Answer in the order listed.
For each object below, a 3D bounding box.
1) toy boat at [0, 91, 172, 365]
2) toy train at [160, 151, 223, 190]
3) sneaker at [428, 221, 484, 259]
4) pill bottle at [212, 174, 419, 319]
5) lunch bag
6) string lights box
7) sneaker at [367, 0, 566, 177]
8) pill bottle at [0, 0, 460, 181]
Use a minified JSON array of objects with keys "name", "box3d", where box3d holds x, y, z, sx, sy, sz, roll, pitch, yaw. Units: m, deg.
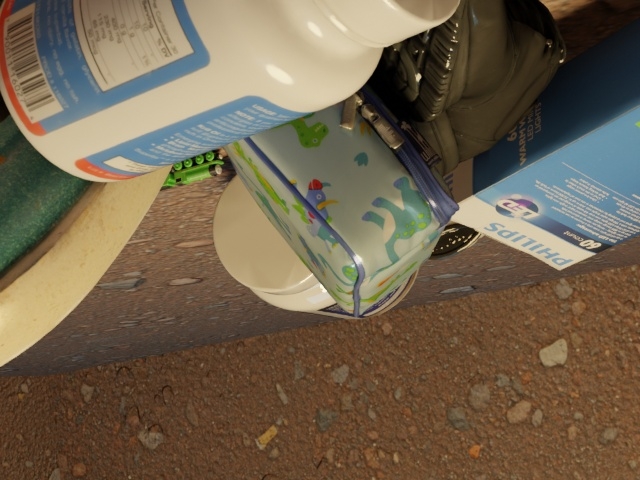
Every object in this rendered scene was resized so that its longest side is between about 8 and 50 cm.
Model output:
[{"name":"toy boat","box3d":[-0.254,-0.030,0.715,0.318,0.267,0.148,0,135,37]},{"name":"toy train","box3d":[-0.126,-0.064,1.085,0.083,0.023,0.017,-13,169,29]},{"name":"sneaker","box3d":[0.200,-0.073,1.170,0.263,0.099,0.121,-20,-165,17]},{"name":"pill bottle","box3d":[0.000,0.000,1.180,0.153,0.153,0.265,-11,170,18]},{"name":"lunch bag","box3d":[0.000,-0.047,0.750,0.090,0.176,0.219,-39,170,-6]},{"name":"string lights box","box3d":[0.218,-0.071,0.836,0.133,0.076,0.260,22,148,-28]},{"name":"sneaker","box3d":[0.089,-0.124,0.718,0.130,0.109,0.286,-28,169,-4]},{"name":"pill bottle","box3d":[-0.046,-0.111,0.562,0.222,0.124,0.124,-15,169,38]}]
